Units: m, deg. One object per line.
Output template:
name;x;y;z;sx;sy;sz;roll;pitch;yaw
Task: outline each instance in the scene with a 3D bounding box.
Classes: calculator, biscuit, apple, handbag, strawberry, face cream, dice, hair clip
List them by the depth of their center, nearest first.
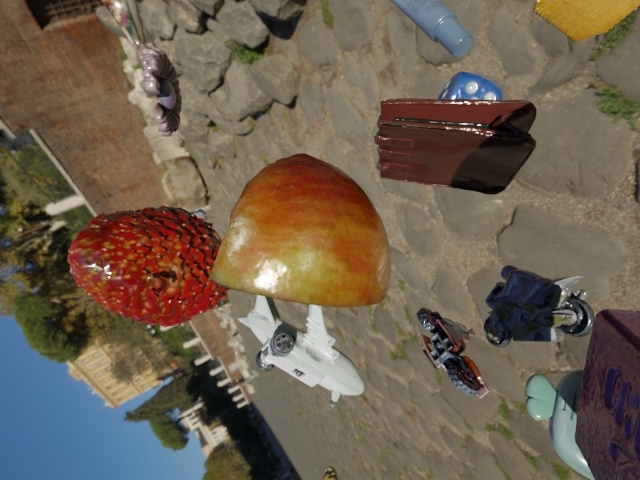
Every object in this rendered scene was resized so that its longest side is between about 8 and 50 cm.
apple;0.000;0.000;0.648;0.179;0.346;0.254;-40;68;26
calculator;0.501;0.323;0.701;0.299;0.185;0.041;24;149;17
handbag;0.245;-0.178;0.801;0.260;0.275;0.084;47;-129;-73
hair clip;-0.354;-0.370;0.846;0.173;0.069;0.300;-92;-17;-61
biscuit;0.616;-0.547;0.885;0.237;0.232;0.013;-40;45;47
strawberry;-0.350;0.065;0.894;0.292;0.292;0.343;64;-172;-1
dice;0.416;-0.386;1.182;0.143;0.146;0.146;27;-166;-8
face cream;0.310;-0.686;1.226;0.385;0.136;0.086;60;175;25

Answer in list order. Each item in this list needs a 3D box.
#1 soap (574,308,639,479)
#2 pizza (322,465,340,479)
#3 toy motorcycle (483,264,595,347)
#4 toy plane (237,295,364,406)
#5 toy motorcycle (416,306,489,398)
soap;0.308;0.188;0.348;0.259;0.081;0.181;-51;-37;-71
pizza;0.000;0.592;0.711;0.258;0.087;0.268;-57;-29;-67
toy motorcycle;0.381;0.112;0.761;0.225;0.073;0.152;142;127;-58
toy plane;-0.033;0.198;0.721;0.255;0.101;0.251;39;137;0
toy motorcycle;0.271;0.221;0.832;0.084;0.118;0.212;-52;30;23
